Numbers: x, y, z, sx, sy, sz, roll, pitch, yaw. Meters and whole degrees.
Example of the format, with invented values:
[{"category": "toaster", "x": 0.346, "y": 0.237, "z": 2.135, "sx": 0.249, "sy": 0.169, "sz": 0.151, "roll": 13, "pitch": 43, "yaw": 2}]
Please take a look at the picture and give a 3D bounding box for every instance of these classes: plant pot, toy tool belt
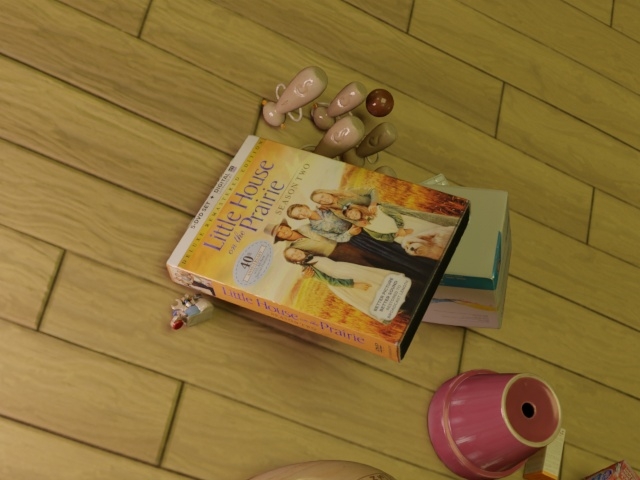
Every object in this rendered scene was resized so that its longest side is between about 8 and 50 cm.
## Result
[{"category": "plant pot", "x": 0.321, "y": 0.315, "z": 1.950, "sx": 0.201, "sy": 0.180, "sz": 0.201, "roll": 10, "pitch": 68, "yaw": -25}, {"category": "toy tool belt", "x": -0.221, "y": 0.115, "z": 1.826, "sx": 0.083, "sy": 0.052, "sz": 0.051, "roll": -20, "pitch": 51, "yaw": -35}]

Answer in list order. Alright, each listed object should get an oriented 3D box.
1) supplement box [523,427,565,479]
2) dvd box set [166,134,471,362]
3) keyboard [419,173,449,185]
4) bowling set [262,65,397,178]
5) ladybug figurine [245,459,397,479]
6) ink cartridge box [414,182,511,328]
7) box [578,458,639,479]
[{"category": "supplement box", "x": 0.413, "y": 0.393, "z": 2.039, "sx": 0.036, "sy": 0.062, "sz": 0.098, "roll": 26, "pitch": 62, "yaw": -16}, {"category": "dvd box set", "x": 0.000, "y": 0.000, "z": 1.832, "sx": 0.421, "sy": 0.062, "sz": 0.307, "roll": 19, "pitch": 59, "yaw": 20}, {"category": "keyboard", "x": 0.275, "y": -0.009, "z": 2.147, "sx": 0.072, "sy": 0.014, "sz": 0.256, "roll": -26, "pitch": 85, "yaw": -32}, {"category": "bowling set", "x": 0.052, "y": -0.193, "z": 2.046, "sx": 0.200, "sy": 0.154, "sz": 0.287, "roll": -29, "pitch": 85, "yaw": -51}, {"category": "ladybug figurine", "x": -0.040, "y": 0.495, "z": 1.666, "sx": 0.449, "sy": 0.161, "sz": 0.305, "roll": -21, "pitch": 42, "yaw": -31}, {"category": "ink cartridge box", "x": 0.243, "y": 0.032, "z": 1.959, "sx": 0.168, "sy": 0.232, "sz": 0.171, "roll": 6, "pitch": 64, "yaw": 15}, {"category": "box", "x": 0.563, "y": 0.546, "z": 2.001, "sx": 0.256, "sy": 0.128, "sz": 0.123, "roll": 54, "pitch": 33, "yaw": -1}]
